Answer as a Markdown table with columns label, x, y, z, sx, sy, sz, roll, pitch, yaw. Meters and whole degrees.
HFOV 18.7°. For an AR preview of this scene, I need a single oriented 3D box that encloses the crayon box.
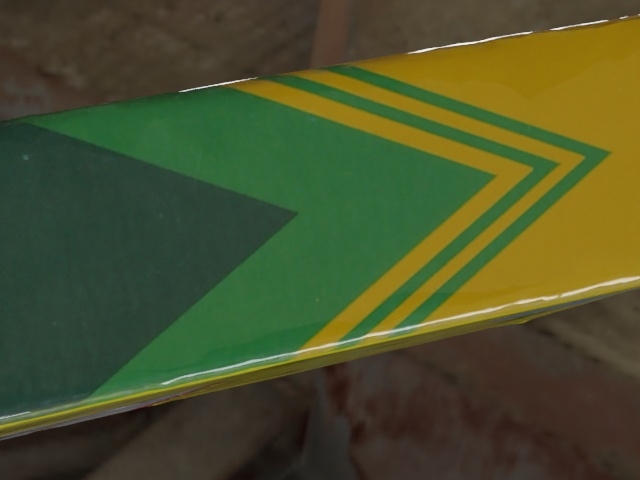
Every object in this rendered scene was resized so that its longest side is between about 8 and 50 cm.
| label | x | y | z | sx | sy | sz | roll | pitch | yaw |
| --- | --- | --- | --- | --- | --- | --- | --- | --- | --- |
| crayon box | 0.000 | 0.000 | 0.615 | 0.318 | 0.202 | 0.081 | -11 | -95 | -21 |
